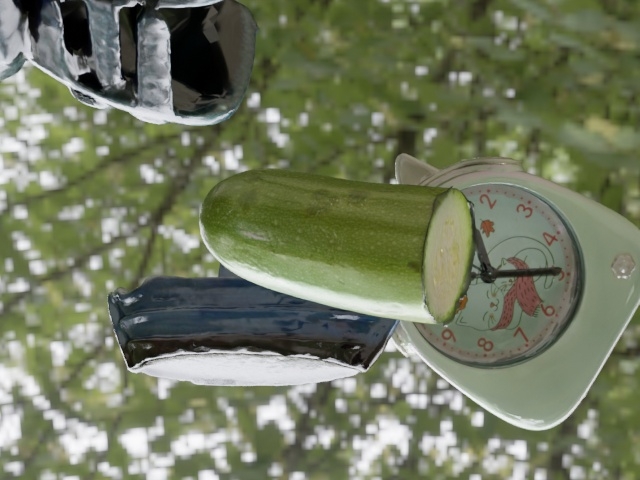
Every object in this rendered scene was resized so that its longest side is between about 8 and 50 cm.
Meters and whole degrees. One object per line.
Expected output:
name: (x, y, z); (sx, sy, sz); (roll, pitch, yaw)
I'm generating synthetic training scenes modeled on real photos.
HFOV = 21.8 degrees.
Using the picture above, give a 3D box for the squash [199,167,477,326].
squash: (0.000, 0.000, 1.104); (0.188, 0.095, 0.095); (7, -153, 23)

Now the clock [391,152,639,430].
clock: (0.191, 0.037, 1.883); (0.324, 0.265, 0.108); (32, -178, -7)

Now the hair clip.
hair clip: (-0.190, -0.139, 0.898); (0.310, 0.194, 0.206); (-12, -127, -15)

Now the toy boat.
toy boat: (-0.060, 0.058, 1.567); (0.309, 0.129, 0.142); (-3, -115, 18)
